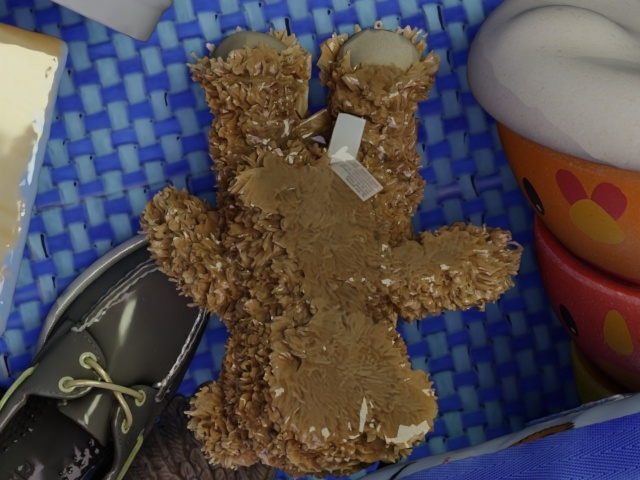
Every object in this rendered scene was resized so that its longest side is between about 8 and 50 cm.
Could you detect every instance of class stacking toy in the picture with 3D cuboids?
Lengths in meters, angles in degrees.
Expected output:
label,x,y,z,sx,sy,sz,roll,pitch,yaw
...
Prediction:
label,x,y,z,sx,sy,sz,roll,pitch,yaw
stacking toy,0.283,0.059,1.190,0.351,0.350,0.479,-8,116,-7

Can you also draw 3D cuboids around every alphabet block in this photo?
label,x,y,z,sx,sy,sz,roll,pitch,yaw
alphabet block,-0.290,-0.049,1.086,0.197,0.192,0.193,14,82,-22

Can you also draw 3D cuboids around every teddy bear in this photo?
label,x,y,z,sx,sy,sz,roll,pitch,yaw
teddy bear,0.000,0.000,1.159,0.245,0.113,0.338,-14,68,-13

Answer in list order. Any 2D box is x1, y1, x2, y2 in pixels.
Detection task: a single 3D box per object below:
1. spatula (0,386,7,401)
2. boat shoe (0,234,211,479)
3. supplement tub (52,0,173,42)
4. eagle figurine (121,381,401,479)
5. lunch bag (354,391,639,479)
label,x,y,z,sx,sy,sz,roll,pitch,yaw
spatula,-0.307,0.049,1.209,0.296,0.030,0.084,44,88,-13
boat shoe,-0.168,0.123,1.196,0.109,0.091,0.305,41,84,-21
supplement tub,-0.125,-0.314,1.069,0.241,0.241,0.331,25,95,-11
eagle figurine,-0.045,0.271,1.211,0.226,0.225,0.298,-4,111,3
lunch bag,0.226,0.215,1.042,0.328,0.238,0.385,-21,135,32
